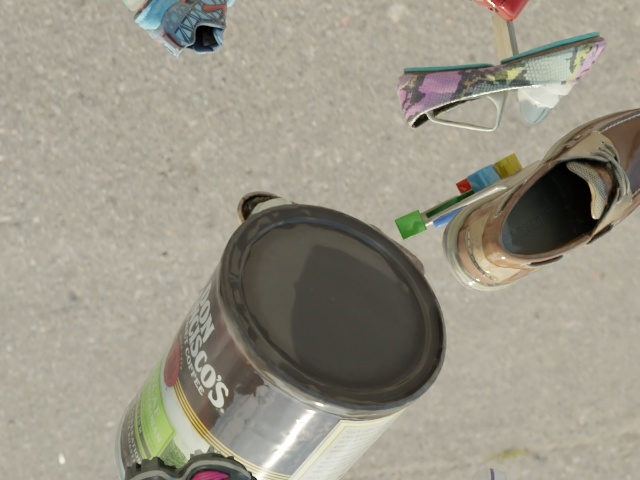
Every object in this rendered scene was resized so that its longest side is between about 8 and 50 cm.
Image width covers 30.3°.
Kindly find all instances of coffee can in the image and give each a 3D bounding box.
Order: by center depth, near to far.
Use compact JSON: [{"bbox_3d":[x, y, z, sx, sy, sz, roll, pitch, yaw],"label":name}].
[{"bbox_3d":[-0.043,0.131,1.041,0.201,0.202,0.275,3,141,-30],"label":"coffee can"}]

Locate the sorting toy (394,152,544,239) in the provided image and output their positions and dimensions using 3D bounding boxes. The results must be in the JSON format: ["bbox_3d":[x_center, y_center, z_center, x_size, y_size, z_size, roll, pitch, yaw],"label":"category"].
[{"bbox_3d":[0.236,-0.081,1.740,0.196,0.047,0.347,-23,-179,39],"label":"sorting toy"}]

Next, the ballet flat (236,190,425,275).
[{"bbox_3d":[0.000,0.000,1.675,0.108,0.316,0.106,-55,142,-27],"label":"ballet flat"}]

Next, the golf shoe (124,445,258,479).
[{"bbox_3d":[-0.166,0.238,0.849,0.272,0.120,0.105,-19,149,18],"label":"golf shoe"}]

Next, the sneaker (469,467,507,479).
[{"bbox_3d":[0.112,0.380,1.420,0.282,0.161,0.102,-62,179,-13],"label":"sneaker"}]

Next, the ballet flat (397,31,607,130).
[{"bbox_3d":[0.182,-0.151,1.186,0.221,0.079,0.077,-8,-179,27],"label":"ballet flat"}]

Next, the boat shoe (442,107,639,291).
[{"bbox_3d":[0.282,-0.049,1.273,0.324,0.123,0.116,-36,-176,-22],"label":"boat shoe"}]

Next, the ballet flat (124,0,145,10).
[{"bbox_3d":[-0.226,-0.387,1.546,0.068,0.072,0.213,15,135,10],"label":"ballet flat"}]

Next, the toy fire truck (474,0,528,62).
[{"bbox_3d":[0.290,-0.396,1.963,0.246,0.217,0.158,33,94,-23],"label":"toy fire truck"}]

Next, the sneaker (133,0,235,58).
[{"bbox_3d":[-0.209,-0.366,1.994,0.104,0.125,0.262,-38,-179,34],"label":"sneaker"}]
